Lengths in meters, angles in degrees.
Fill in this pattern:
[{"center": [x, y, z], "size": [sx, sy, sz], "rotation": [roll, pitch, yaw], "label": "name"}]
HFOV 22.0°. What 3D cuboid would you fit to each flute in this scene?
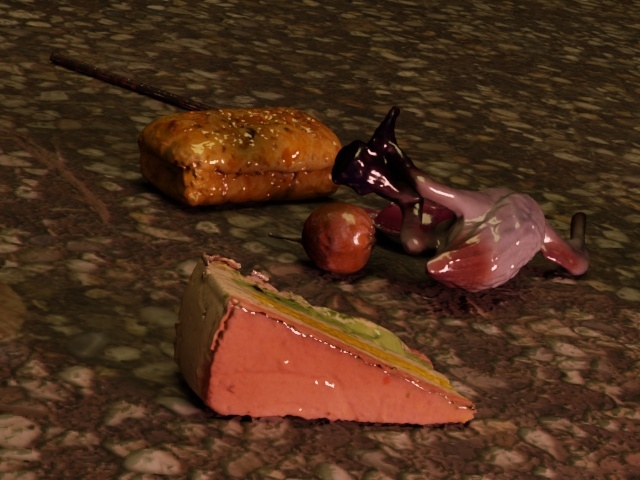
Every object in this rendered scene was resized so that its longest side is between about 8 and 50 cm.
[{"center": [-0.226, -0.189, 1.993], "size": [0.270, 0.014, 0.014], "rotation": [20, 21, 28], "label": "flute"}]

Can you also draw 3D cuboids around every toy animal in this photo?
[{"center": [0.163, -0.012, 1.533], "size": [0.324, 0.090, 0.195], "rotation": [21, 40, -31], "label": "toy animal"}]

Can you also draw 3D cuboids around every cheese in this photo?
[{"center": [0.075, -0.020, 1.618], "size": [0.145, 0.038, 0.095], "rotation": [9, 16, 17], "label": "cheese"}]

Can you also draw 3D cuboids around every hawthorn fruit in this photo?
[{"center": [0.000, 0.000, 1.497], "size": [0.103, 0.066, 0.067], "rotation": [-8, 13, 18], "label": "hawthorn fruit"}]

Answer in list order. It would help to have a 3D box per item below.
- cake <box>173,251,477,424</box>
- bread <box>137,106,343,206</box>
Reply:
[{"center": [-0.004, 0.097, 1.227], "size": [0.225, 0.090, 0.109], "rotation": [23, 10, -24], "label": "cake"}, {"center": [-0.078, -0.086, 1.667], "size": [0.211, 0.083, 0.114], "rotation": [-9, 30, -41], "label": "bread"}]
